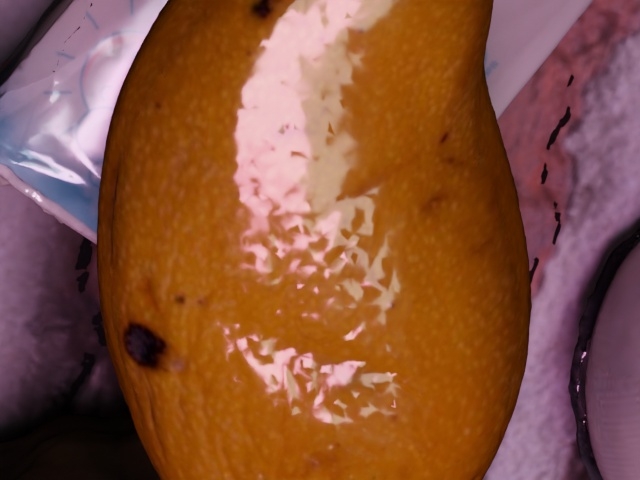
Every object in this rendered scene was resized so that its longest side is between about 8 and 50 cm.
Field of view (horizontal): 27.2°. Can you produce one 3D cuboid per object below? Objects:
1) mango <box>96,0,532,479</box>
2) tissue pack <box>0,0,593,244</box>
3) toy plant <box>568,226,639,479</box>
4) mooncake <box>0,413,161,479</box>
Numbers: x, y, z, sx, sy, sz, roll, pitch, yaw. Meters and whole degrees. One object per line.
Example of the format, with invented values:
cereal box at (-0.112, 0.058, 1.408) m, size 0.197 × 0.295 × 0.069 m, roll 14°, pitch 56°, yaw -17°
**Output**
mango at (-0.001, -0.001, 0.534) m, size 0.177 × 0.120 × 0.295 m, roll -2°, pitch 109°, yaw -6°
tissue pack at (-0.011, -0.099, 0.625) m, size 0.201 × 0.124 × 0.271 m, roll 36°, pitch 96°, yaw -22°
toy plant at (0.289, 0.078, 0.606) m, size 0.247 × 0.332 × 0.247 m, roll 0°, pitch 89°, yaw -15°
mooncake at (-0.110, 0.230, 0.685) m, size 0.290 × 0.161 × 0.291 m, roll -3°, pitch 107°, yaw -9°
